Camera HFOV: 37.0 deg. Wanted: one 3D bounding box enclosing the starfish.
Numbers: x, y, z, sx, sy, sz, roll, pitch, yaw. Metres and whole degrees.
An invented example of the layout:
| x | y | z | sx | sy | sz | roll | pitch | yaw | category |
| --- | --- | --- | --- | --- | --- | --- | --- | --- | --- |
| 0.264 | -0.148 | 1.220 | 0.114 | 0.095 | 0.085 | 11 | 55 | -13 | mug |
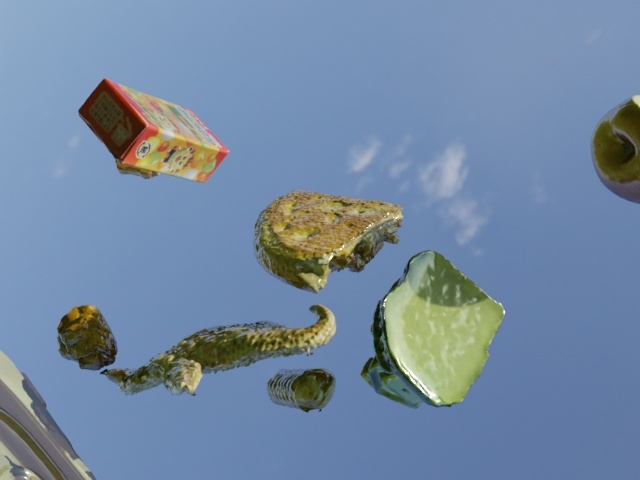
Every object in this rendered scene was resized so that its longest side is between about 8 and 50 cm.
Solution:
| x | y | z | sx | sy | sz | roll | pitch | yaw | category |
| --- | --- | --- | --- | --- | --- | --- | --- | --- | --- |
| -0.157 | 0.172 | 1.496 | 0.324 | 0.082 | 0.432 | -19 | 178 | -21 | starfish |

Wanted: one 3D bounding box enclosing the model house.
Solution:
| x | y | z | sx | sy | sz | roll | pitch | yaw | category |
| --- | --- | --- | --- | --- | --- | --- | --- | --- | --- |
| 0.141 | 0.155 | 1.516 | 0.214 | 0.195 | 0.189 | -60 | -168 | -27 | model house |

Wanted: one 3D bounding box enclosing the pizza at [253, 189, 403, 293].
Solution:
| x | y | z | sx | sy | sz | roll | pitch | yaw | category |
| --- | --- | --- | --- | --- | --- | --- | --- | --- | --- |
| -0.033 | -0.002 | 1.575 | 0.268 | 0.087 | 0.258 | 13 | -152 | 37 | pizza |

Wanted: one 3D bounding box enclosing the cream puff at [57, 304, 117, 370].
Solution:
| x | y | z | sx | sy | sz | roll | pitch | yaw | category |
| --- | --- | --- | --- | --- | --- | --- | --- | --- | --- |
| -0.400 | 0.167 | 1.621 | 0.094 | 0.116 | 0.122 | -25 | -154 | -13 | cream puff |

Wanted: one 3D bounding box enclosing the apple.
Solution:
| x | y | z | sx | sy | sz | roll | pitch | yaw | category |
| --- | --- | --- | --- | --- | --- | --- | --- | --- | --- |
| 0.523 | -0.136 | 1.493 | 0.195 | 0.173 | 0.160 | 58 | -35 | 38 | apple |

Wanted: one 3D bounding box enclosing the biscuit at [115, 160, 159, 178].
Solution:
| x | y | z | sx | sy | sz | roll | pitch | yaw | category |
| --- | --- | --- | --- | --- | --- | --- | --- | --- | --- |
| -0.324 | -0.189 | 1.874 | 0.133 | 0.027 | 0.184 | 2 | -130 | 17 | biscuit |

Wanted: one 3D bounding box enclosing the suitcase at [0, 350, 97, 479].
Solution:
| x | y | z | sx | sy | sz | roll | pitch | yaw | category |
| --- | --- | --- | --- | --- | --- | --- | --- | --- | --- |
| -0.305 | 0.265 | 0.693 | 0.194 | 0.339 | 0.351 | -43 | -100 | 24 | suitcase |

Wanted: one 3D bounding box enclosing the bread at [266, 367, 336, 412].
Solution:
| x | y | z | sx | sy | sz | roll | pitch | yaw | category |
| --- | --- | --- | --- | --- | --- | --- | --- | --- | --- |
| -0.038 | 0.267 | 1.737 | 0.084 | 0.077 | 0.367 | -48 | -178 | -14 | bread |

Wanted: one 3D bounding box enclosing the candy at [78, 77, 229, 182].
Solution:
| x | y | z | sx | sy | sz | roll | pitch | yaw | category |
| --- | --- | --- | --- | --- | --- | --- | --- | --- | --- |
| -0.131 | -0.086 | 0.769 | 0.062 | 0.122 | 0.038 | 47 | -75 | 22 | candy |
